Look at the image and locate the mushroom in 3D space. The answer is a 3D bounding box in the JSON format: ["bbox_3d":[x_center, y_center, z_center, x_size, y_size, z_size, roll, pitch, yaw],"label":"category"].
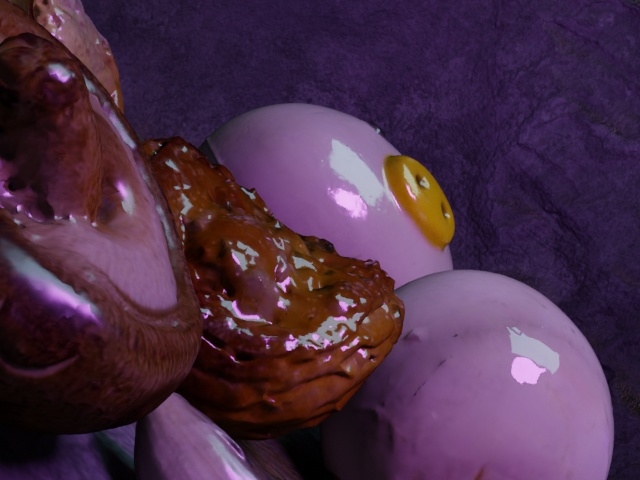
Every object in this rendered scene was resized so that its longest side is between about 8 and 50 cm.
[{"bbox_3d":[-0.152,-0.005,0.486,0.194,0.138,0.231,70,-1,-60],"label":"mushroom"}]

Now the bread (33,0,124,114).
[{"bbox_3d":[-0.253,-0.132,0.827,0.262,0.163,0.204,61,-5,20],"label":"bread"}]

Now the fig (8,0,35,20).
[{"bbox_3d":[-0.225,-0.118,0.597,0.148,0.186,0.142,55,-11,29],"label":"fig"}]

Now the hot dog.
[{"bbox_3d":[-0.072,0.037,0.832,0.267,0.174,0.387,36,2,-5],"label":"hot dog"}]

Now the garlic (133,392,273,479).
[{"bbox_3d":[-0.064,0.139,0.540,0.152,0.066,0.084,49,-27,-13],"label":"garlic"}]

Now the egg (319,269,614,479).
[{"bbox_3d":[0.143,0.167,0.987,0.283,0.283,0.345,46,16,-11],"label":"egg"}]

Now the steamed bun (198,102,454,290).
[{"bbox_3d":[-0.006,0.004,1.218,0.374,0.334,0.334,52,-2,-28],"label":"steamed bun"}]
